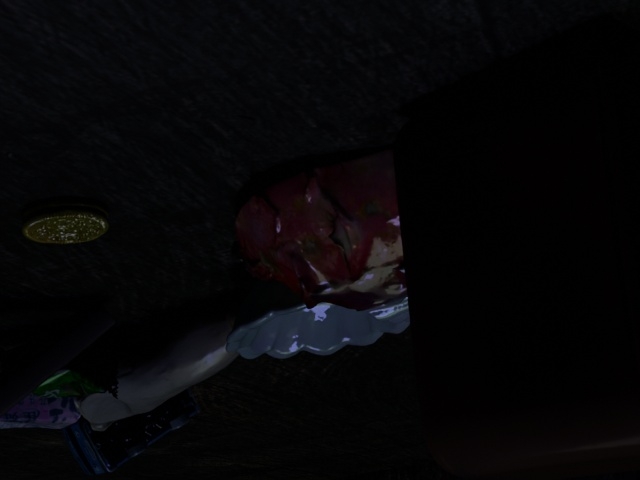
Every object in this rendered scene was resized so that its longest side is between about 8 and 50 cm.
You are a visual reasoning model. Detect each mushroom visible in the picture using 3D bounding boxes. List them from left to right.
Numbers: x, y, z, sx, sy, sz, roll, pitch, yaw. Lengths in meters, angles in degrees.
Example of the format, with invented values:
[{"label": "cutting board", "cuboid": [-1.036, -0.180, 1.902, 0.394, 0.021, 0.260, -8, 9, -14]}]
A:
[{"label": "mushroom", "cuboid": [-0.203, 0.162, 1.851, 0.351, 0.097, 0.109, -27, -169, 42]}]

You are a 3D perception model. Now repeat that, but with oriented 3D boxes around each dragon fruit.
[{"label": "dragon fruit", "cuboid": [-0.003, 0.010, 1.404, 0.161, 0.126, 0.274, 2, 161, -28]}]

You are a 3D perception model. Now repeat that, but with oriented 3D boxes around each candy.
[{"label": "candy", "cuboid": [-0.409, 0.208, 1.943, 0.160, 0.092, 0.073, 5, 161, -41]}, {"label": "candy", "cuboid": [-0.357, 0.167, 1.811, 0.203, 0.078, 0.141, -10, -171, -5]}]

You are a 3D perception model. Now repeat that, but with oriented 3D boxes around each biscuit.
[{"label": "biscuit", "cuboid": [-0.248, -0.018, 1.388, 0.084, 0.023, 0.084, -6, 162, -2]}]

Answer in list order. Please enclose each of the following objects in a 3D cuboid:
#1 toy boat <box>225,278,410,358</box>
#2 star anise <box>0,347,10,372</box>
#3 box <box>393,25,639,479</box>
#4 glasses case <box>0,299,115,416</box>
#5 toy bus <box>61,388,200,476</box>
[{"label": "toy boat", "cuboid": [0.016, 0.062, 1.631, 0.290, 0.100, 0.199, -19, 160, 37]}, {"label": "star anise", "cuboid": [-0.470, 0.138, 1.674, 0.214, 0.099, 0.220, 4, -179, -20]}, {"label": "box", "cuboid": [0.224, 0.030, 1.213, 0.229, 0.339, 0.239, -17, 161, 39]}, {"label": "glasses case", "cuboid": [-0.326, 0.145, 1.679, 0.190, 0.042, 0.072, -40, 174, -29]}, {"label": "toy bus", "cuboid": [-0.275, 0.258, 2.047, 0.185, 0.090, 0.106, -31, -173, -42]}]
